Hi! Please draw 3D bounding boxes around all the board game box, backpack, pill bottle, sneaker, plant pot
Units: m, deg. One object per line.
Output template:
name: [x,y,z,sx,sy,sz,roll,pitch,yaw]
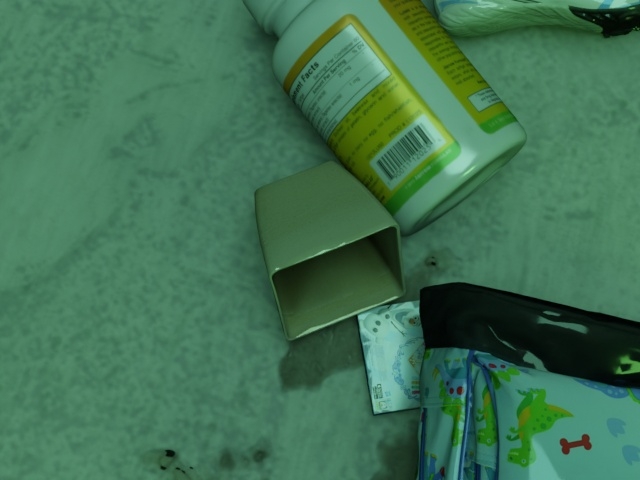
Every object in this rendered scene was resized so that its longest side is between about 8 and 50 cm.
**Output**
board game box: [0.081,0.096,1.055,0.090,0.020,0.090,-8,78,-3]
backpack: [0.196,0.234,0.933,0.290,0.273,0.356,14,91,-13]
pill bottle: [0.046,-0.138,1.043,0.136,0.136,0.246,-36,82,-9]
sneaker: [0.217,-0.225,1.097,0.237,0.085,0.086,-1,83,-4]
plant pot: [0.000,0.000,1.028,0.109,0.109,0.096,-21,56,-6]
